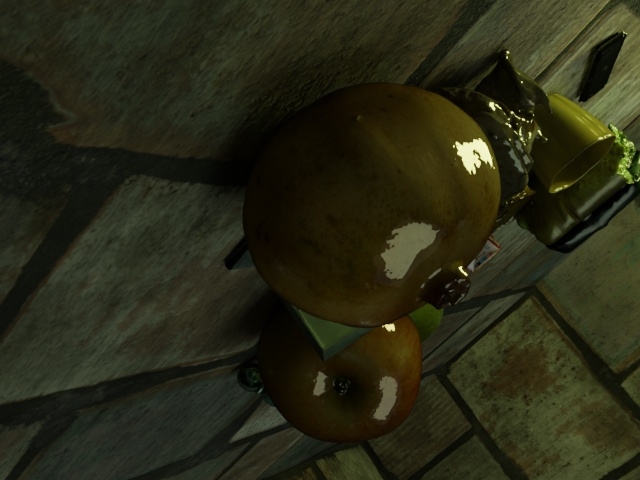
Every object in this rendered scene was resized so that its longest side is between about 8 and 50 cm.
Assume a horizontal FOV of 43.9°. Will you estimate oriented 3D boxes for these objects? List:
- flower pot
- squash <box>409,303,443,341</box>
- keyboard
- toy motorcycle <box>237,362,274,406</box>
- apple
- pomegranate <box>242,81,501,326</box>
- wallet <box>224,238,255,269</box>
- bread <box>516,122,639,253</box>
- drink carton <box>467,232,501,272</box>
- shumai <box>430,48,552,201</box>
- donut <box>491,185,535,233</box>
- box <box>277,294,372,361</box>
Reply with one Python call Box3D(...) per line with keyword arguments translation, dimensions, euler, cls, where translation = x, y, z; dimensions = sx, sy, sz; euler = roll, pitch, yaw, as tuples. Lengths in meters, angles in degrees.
Box3D(translation=(0.557, -0.238, 1.859), dimensions=(0.195, 0.179, 0.195), euler=(-29, 157, -14), cls="flower pot")
Box3D(translation=(0.188, 0.180, 2.342), dimensions=(0.308, 0.210, 0.233), euler=(28, 120, -36), cls="squash")
Box3D(translation=(0.663, -0.407, 1.884), dimensions=(0.093, 0.025, 0.230), euler=(-36, 159, -7), cls="keyboard")
Box3D(translation=(-0.062, 0.357, 2.138), dimensions=(0.296, 0.198, 0.109), euler=(-27, 153, -25), cls="toy motorcycle")
Box3D(translation=(0.046, 0.279, 1.865), dimensions=(0.400, 0.400, 0.333), euler=(-38, 176, 6), cls="apple")
Box3D(translation=(0.088, -0.048, 1.259), dimensions=(0.416, 0.417, 0.417), euler=(-31, 159, -14), cls="pomegranate")
Box3D(translation=(-0.071, -0.020, 1.544), dimensions=(0.222, 0.036, 0.167), euler=(-47, 157, 28), cls="wallet")
Box3D(translation=(0.715, -0.146, 2.230), dimensions=(0.208, 0.251, 0.376), euler=(22, 122, -37), cls="bread")
Box3D(translation=(0.347, -0.030, 1.922), dimensions=(0.071, 0.223, 0.096), euler=(34, 113, -31), cls="drink carton")
Box3D(translation=(0.295, -0.229, 1.534), dimensions=(0.314, 0.267, 0.262), euler=(-19, -145, 56), cls="shumai")
Box3D(translation=(0.457, -0.088, 2.143), dimensions=(0.272, 0.107, 0.272), euler=(-30, 163, -10), cls="donut")
Box3D(translation=(-0.003, 0.124, 1.691), dimensions=(0.129, 0.225, 0.086), euler=(-31, 158, -13), cls="box")
